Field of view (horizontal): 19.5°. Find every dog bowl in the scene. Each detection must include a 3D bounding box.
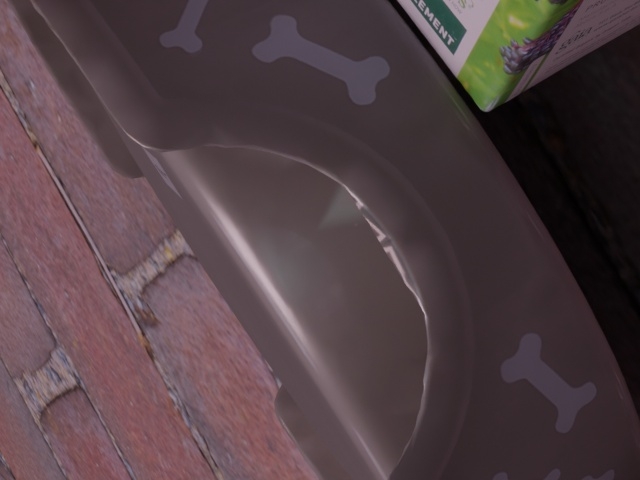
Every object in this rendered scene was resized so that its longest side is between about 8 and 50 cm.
[{"bbox_3d":[0.000,0.000,0.742,0.348,0.102,0.349,55,173,10],"label":"dog bowl"}]

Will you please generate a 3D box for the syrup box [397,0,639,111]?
[{"bbox_3d":[0.088,-0.145,0.526,0.093,0.096,0.237,54,156,13],"label":"syrup box"}]
